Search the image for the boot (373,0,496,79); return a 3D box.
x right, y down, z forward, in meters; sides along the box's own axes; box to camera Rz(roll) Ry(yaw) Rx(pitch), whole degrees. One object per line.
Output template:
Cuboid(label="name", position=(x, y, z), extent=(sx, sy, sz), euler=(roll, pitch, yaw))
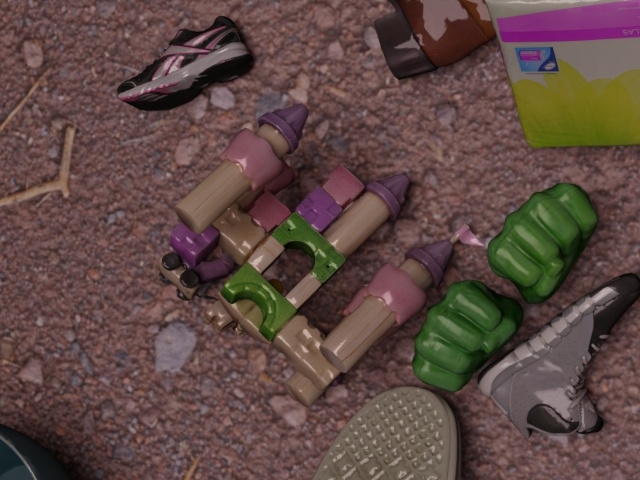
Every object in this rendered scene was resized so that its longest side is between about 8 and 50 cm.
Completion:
Cuboid(label="boot", position=(0.176, -0.349, 1.942), extent=(0.280, 0.096, 0.264), euler=(-20, 77, 18))

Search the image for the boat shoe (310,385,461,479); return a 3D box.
Cuboid(label="boat shoe", position=(0.065, 0.416, 1.942), extent=(0.186, 0.156, 0.500), euler=(6, 79, 27))

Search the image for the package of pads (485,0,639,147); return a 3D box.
Cuboid(label="package of pads", position=(0.344, -0.203, 1.805), extent=(0.296, 0.229, 0.101), euler=(-1, 48, 22))

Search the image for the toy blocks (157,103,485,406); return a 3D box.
Cuboid(label="toy blocks", position=(0.000, 0.000, 1.966), extent=(0.288, 0.309, 0.260), euler=(43, 71, 5))

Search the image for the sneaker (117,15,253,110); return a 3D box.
Cuboid(label="sneaker", position=(-0.170, -0.221, 2.100), extent=(0.178, 0.072, 0.077), euler=(-20, 70, 12))

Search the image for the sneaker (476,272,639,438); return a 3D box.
Cuboid(label="sneaker", position=(0.296, 0.143, 1.896), extent=(0.228, 0.086, 0.132), euler=(-40, 80, 27))

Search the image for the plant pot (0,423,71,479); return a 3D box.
Cuboid(label="plant pot", position=(-0.408, 0.358, 2.104), extent=(0.290, 0.195, 0.290), euler=(-1, 88, 22))

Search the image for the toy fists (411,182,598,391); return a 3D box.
Cuboid(label="toy fists", position=(0.204, 0.053, 1.880), extent=(0.096, 0.142, 0.279), euler=(43, 98, 17))
